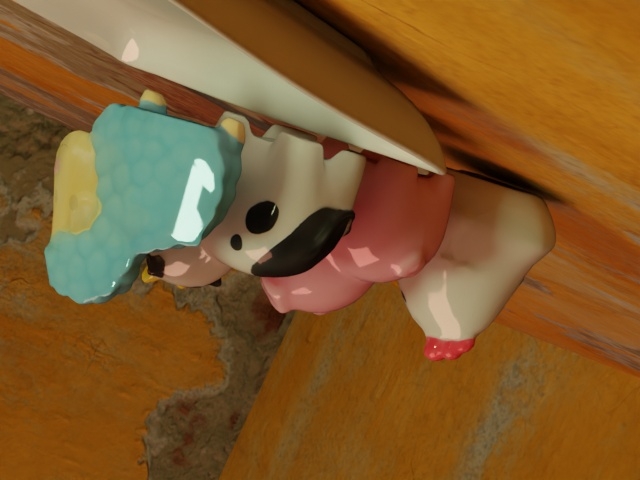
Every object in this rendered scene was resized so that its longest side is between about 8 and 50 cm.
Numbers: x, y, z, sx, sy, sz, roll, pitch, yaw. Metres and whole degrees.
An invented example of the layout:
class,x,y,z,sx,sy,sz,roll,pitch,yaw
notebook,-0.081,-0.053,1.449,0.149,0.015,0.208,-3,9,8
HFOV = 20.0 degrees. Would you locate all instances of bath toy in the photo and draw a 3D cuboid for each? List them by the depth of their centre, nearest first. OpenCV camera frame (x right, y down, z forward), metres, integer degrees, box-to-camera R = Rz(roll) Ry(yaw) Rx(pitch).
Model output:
class,x,y,z,sx,sy,sz,roll,pitch,yaw
bath toy,0.000,0.000,1.110,0.348,0.129,0.151,10,-172,-45

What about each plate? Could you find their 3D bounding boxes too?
class,x,y,z,sx,sy,sz,roll,pitch,yaw
plate,-0.096,-0.131,0.961,0.277,0.045,0.278,23,177,40
